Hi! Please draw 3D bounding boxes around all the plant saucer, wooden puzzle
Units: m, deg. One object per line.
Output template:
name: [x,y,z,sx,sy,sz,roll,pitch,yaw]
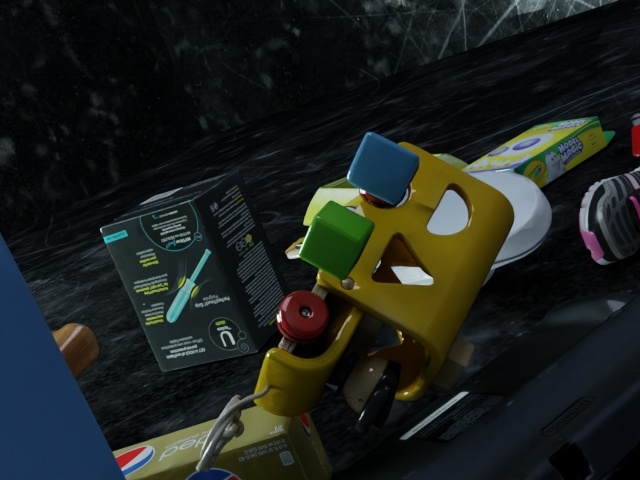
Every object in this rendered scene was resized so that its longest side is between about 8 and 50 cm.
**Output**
plant saucer: [0.085,-0.070,1.263,0.188,0.045,0.188,-24,12,-21]
wooden puzzle: [0.000,0.000,1.220,0.116,0.014,0.078,-11,17,39]

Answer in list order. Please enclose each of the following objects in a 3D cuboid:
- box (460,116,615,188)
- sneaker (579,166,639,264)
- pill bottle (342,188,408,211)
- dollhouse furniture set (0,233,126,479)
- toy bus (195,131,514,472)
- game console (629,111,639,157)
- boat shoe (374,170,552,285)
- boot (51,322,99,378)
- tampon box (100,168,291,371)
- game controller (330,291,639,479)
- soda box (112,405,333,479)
box: [0.254,-0.099,1.133,0.179,0.043,0.105,-28,14,-31]
sneaker: [0.275,-0.033,0.779,0.170,0.063,0.074,-26,6,-38]
pill bottle: [0.065,-0.028,1.108,0.065,0.065,0.116,-10,17,42]
dollhouse furniture set: [-0.228,0.143,0.373,0.286,0.304,0.198,-10,17,43]
toy bus: [0.038,0.045,0.562,0.202,0.104,0.191,-64,-8,15]
game console: [0.364,-0.093,0.877,0.144,0.124,0.085,-16,51,24]
boat shoe: [0.114,0.004,0.846,0.095,0.084,0.258,-55,24,-21]
boot: [-0.345,0.164,0.772,0.264,0.096,0.280,-11,35,37]
tampon box: [-0.119,0.030,0.965,0.120,0.161,0.101,-14,15,28]
game controller: [0.102,0.112,0.529,0.319,0.067,0.166,-29,0,-29]
soda box: [-0.088,0.159,0.612,0.181,0.061,0.058,-19,14,12]
